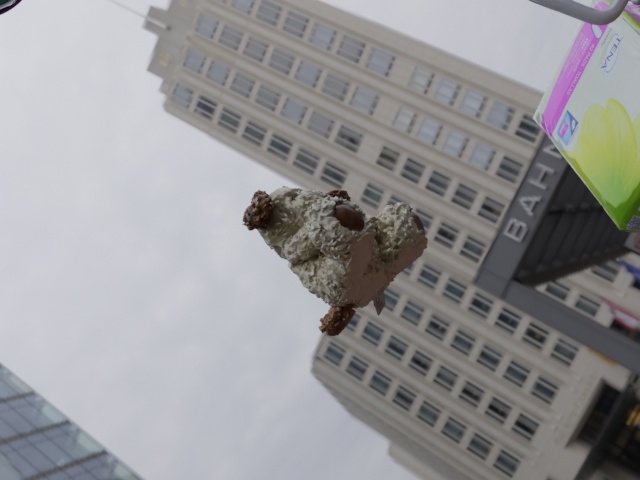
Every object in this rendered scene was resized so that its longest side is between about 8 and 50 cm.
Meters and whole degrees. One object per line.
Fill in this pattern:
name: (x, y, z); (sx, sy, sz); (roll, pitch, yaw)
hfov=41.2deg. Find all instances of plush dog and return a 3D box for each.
plush dog: (0.000, 0.000, 1.306); (0.262, 0.225, 0.211); (1, -56, -52)

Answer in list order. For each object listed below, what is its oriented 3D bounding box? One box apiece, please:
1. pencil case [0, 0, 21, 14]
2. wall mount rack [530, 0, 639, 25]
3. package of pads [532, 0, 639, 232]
pencil case: (-0.282, -0.246, 0.651); (0.064, 0.152, 0.070); (-39, -3, 35)
wall mount rack: (0.251, -0.338, 0.612); (0.304, 0.130, 0.350); (-62, -12, -6)
package of pads: (0.438, -0.186, 1.191); (0.101, 0.296, 0.229); (4, -51, -22)
